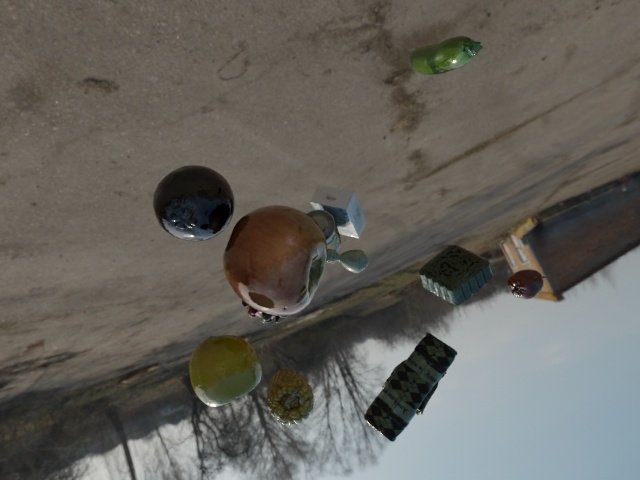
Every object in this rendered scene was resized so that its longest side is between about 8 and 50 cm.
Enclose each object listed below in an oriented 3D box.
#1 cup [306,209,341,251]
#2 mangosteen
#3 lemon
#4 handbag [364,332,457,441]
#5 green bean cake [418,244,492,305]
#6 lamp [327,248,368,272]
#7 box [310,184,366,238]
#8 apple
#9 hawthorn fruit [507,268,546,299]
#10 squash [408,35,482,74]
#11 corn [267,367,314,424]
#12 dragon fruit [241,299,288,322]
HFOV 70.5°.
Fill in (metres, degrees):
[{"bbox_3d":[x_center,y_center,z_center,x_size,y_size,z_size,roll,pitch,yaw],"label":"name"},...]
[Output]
[{"bbox_3d":[0.000,0.000,2.195,0.186,0.241,0.226,5,159,20],"label":"cup"},{"bbox_3d":[-0.462,-0.147,1.686,0.298,0.293,0.297,9,139,8],"label":"mangosteen"},{"bbox_3d":[-0.332,0.426,1.544,0.241,0.219,0.240,-25,178,-1],"label":"lemon"},{"bbox_3d":[0.377,0.566,1.792,0.416,0.180,0.317,-53,157,2],"label":"handbag"},{"bbox_3d":[0.446,0.108,1.501,0.184,0.094,0.185,-34,-145,-15],"label":"green bean cake"},{"bbox_3d":[0.117,0.081,1.998,0.193,0.106,0.106,13,165,-3],"label":"lamp"},{"bbox_3d":[0.094,-0.141,2.271,0.203,0.116,0.274,13,155,26],"label":"box"},{"bbox_3d":[-0.163,0.062,1.627,0.347,0.391,0.391,19,178,14],"label":"apple"},{"bbox_3d":[0.562,0.115,1.225,0.093,0.081,0.081,-18,168,-25],"label":"hawthorn fruit"},{"bbox_3d":[0.415,-0.630,1.559,0.107,0.107,0.395,-20,-161,-13],"label":"squash"},{"bbox_3d":[-0.072,0.342,1.004,0.102,0.101,0.310,-20,172,-13],"label":"corn"},{"bbox_3d":[-0.199,0.230,1.938,0.273,0.218,0.198,-41,154,-17],"label":"dragon fruit"}]
